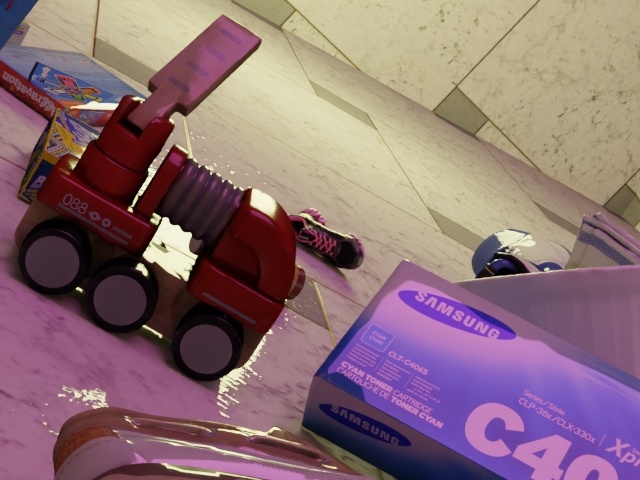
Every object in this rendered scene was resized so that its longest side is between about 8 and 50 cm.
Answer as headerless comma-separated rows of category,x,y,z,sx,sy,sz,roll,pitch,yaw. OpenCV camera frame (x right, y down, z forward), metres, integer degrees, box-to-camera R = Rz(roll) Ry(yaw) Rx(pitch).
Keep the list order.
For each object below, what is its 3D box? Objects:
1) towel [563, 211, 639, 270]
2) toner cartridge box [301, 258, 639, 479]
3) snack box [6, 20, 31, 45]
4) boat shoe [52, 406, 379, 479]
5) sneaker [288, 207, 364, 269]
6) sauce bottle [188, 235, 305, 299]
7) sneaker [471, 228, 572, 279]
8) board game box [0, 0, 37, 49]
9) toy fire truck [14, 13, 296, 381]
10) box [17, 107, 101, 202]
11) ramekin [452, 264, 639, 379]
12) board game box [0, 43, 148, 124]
towel,0.345,0.125,1.592,0.034,0.285,0.209,-30,57,-35
toner cartridge box,0.176,0.162,1.156,0.348,0.075,0.165,27,47,15
snack box,-0.438,-0.285,1.719,0.100,0.037,0.141,39,15,23
boat shoe,-0.023,0.165,0.865,0.302,0.113,0.103,22,22,-34
sneaker,0.000,0.000,1.701,0.119,0.047,0.057,32,17,33
sauce bottle,-0.075,0.022,1.430,0.128,0.042,0.042,26,14,-34
sneaker,0.272,0.057,1.932,0.182,0.127,0.315,28,15,-29
board game box,-0.365,-0.261,1.193,0.308,0.302,0.086,41,5,33
toy fire truck,-0.101,-0.046,1.162,0.217,0.246,0.158,31,13,-8
box,-0.247,-0.074,1.354,0.059,0.054,0.169,29,13,-15
ramekin,0.241,0.103,1.409,0.277,0.135,0.277,-5,-4,0
board game box,-0.303,-0.188,1.704,0.145,0.027,0.281,34,13,12
